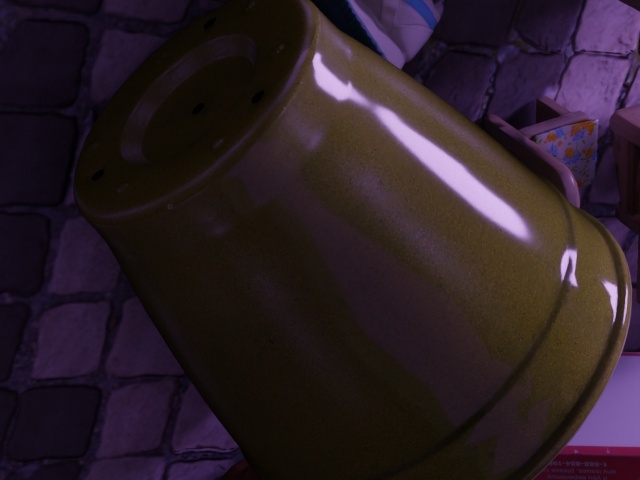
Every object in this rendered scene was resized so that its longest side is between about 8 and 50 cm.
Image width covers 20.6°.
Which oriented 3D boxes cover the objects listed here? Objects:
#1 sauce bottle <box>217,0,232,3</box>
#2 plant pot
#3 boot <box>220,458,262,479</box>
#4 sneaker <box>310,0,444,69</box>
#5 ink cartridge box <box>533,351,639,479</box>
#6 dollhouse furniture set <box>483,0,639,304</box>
[{"bbox_3d":[-0.080,-0.211,1.399,0.128,0.042,0.042,9,110,-39],"label":"sauce bottle"},{"bbox_3d":[0.000,0.000,1.409,0.366,0.366,0.353,-46,120,-4],"label":"plant pot"},{"bbox_3d":[-0.023,0.252,1.563,0.220,0.283,0.109,-38,101,-1],"label":"boot"},{"bbox_3d":[0.028,-0.238,1.440,0.092,0.087,0.228,-49,138,-16],"label":"sneaker"},{"bbox_3d":[0.368,0.309,1.856,0.279,0.160,0.384,-1,128,16],"label":"ink cartridge box"},{"bbox_3d":[0.367,-0.105,1.617,0.362,0.256,0.394,-18,123,-21],"label":"dollhouse furniture set"}]
